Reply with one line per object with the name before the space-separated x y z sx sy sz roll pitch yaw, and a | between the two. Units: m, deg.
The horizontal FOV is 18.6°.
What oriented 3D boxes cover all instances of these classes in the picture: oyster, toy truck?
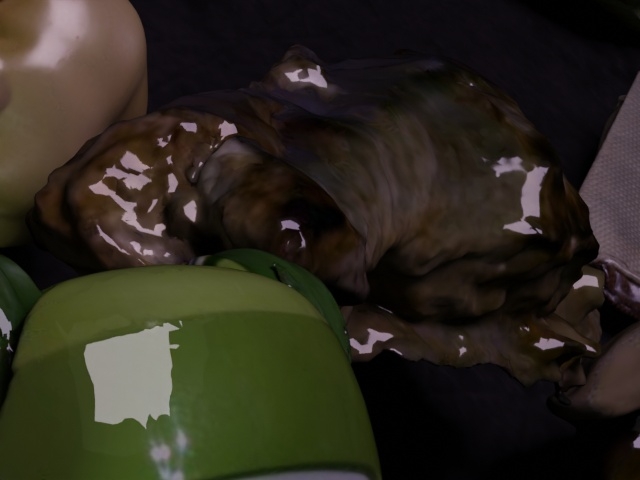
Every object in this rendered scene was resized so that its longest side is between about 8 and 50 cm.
oyster | -0.007 -0.004 0.702 0.198 0.133 0.337 11 11 22
toy truck | -0.064 0.112 0.477 0.148 0.187 0.210 0 70 -50

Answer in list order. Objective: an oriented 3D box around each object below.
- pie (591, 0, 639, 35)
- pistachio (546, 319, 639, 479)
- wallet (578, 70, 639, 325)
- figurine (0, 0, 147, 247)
pie | 0.145 -0.252 1.363 0.302 0.067 0.302 29 29 -18
pistachio | 0.194 0.090 0.852 0.238 0.153 0.138 4 85 -42
wallet | 0.281 0.031 1.104 0.335 0.068 0.275 31 31 -12
figurine | -0.159 -0.073 0.713 0.196 0.114 0.108 25 56 -4
